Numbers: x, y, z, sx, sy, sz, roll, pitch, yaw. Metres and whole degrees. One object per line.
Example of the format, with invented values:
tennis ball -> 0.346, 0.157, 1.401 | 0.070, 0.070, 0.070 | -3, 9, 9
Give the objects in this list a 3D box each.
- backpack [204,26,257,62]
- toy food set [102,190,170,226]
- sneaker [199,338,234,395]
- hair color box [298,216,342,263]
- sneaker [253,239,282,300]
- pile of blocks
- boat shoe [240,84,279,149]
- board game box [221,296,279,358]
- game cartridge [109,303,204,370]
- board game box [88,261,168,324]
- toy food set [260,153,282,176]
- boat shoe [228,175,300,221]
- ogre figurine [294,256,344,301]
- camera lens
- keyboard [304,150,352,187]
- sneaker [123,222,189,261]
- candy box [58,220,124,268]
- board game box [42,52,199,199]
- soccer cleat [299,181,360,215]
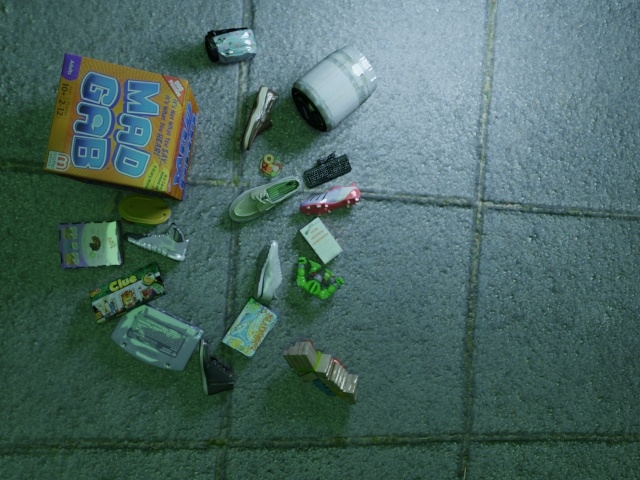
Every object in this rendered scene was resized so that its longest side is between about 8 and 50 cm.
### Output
backpack -> -0.330, -0.723, 1.656 | 0.182, 0.152, 0.115 | -16, 110, -12
toy food set -> -0.667, -0.101, 1.642 | 0.218, 0.071, 0.128 | 10, 52, -15
sneaker -> -0.396, 0.473, 1.698 | 0.118, 0.083, 0.221 | -7, 100, -15
hair color box -> 0.000, 0.000, 1.759 | 0.093, 0.053, 0.167 | -37, 98, -6
sneaker -> -0.191, 0.115, 1.724 | 0.095, 0.090, 0.234 | 12, 93, -22
pile of blocks -> 0.013, 0.506, 1.760 | 0.362, 0.149, 0.112 | 43, 41, -17
boat shoe -> -0.223, -0.456, 1.694 | 0.095, 0.095, 0.257 | 20, 88, -15
board game box -> -0.269, 0.339, 1.730 | 0.136, 0.035, 0.201 | 33, 86, -8
game cartridge -> -0.612, 0.361, 1.667 | 0.294, 0.060, 0.195 | 29, 83, -9
board game box -> -0.702, 0.191, 1.630 | 0.260, 0.030, 0.136 | -26, 64, -8
toy food set -> -0.192, -0.290, 1.737 | 0.083, 0.020, 0.083 | 26, 87, -9
boat shoe -> -0.213, -0.167, 1.699 | 0.303, 0.094, 0.109 | -30, 96, -8
ogre figurine -> -0.019, 0.156, 1.739 | 0.197, 0.097, 0.118 | 35, 74, -20
camera lens -> 0.046, -0.561, 1.671 | 0.274, 0.219, 0.219 | -41, 97, -6
keyboard -> 0.025, -0.287, 1.766 | 0.192, 0.038, 0.100 | -25, 95, -9
sneaker -> -0.596, -0.017, 1.653 | 0.229, 0.086, 0.132 | 24, 82, -19
candy box -> -0.826, 0.014, 1.614 | 0.197, 0.070, 0.164 | -3, 91, -9
board game box -> -0.633, -0.348, 1.495 | 0.357, 0.356, 0.355 | 10, 89, -9
soccer cleat -> 0.035, -0.164, 1.758 | 0.248, 0.083, 0.095 | -12, 64, -4
